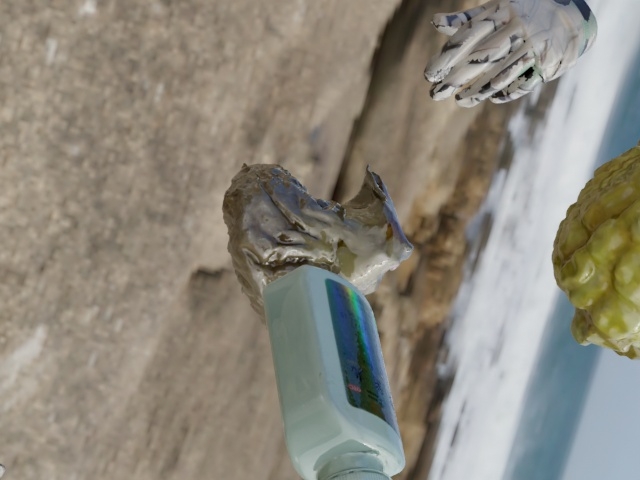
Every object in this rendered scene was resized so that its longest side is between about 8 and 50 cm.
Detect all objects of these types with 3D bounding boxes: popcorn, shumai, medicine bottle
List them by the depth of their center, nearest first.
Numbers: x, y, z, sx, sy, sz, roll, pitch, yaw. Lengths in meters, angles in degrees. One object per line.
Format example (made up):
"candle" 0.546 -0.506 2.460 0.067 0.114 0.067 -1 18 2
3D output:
"medicine bottle" 0.014 0.139 1.210 0.121 0.083 0.229 43 27 -43
"popcorn" 0.349 -0.017 1.375 0.286 0.173 0.225 -42 -175 -39
"shumai" 0.000 0.000 1.510 0.166 0.176 0.206 -90 157 -55

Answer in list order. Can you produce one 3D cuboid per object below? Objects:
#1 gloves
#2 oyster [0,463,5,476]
"gloves" 0.216 -0.229 1.684 0.212 0.111 0.127 -24 95 -31
"oyster" -0.383 0.229 1.286 0.163 0.081 0.191 -37 174 33
